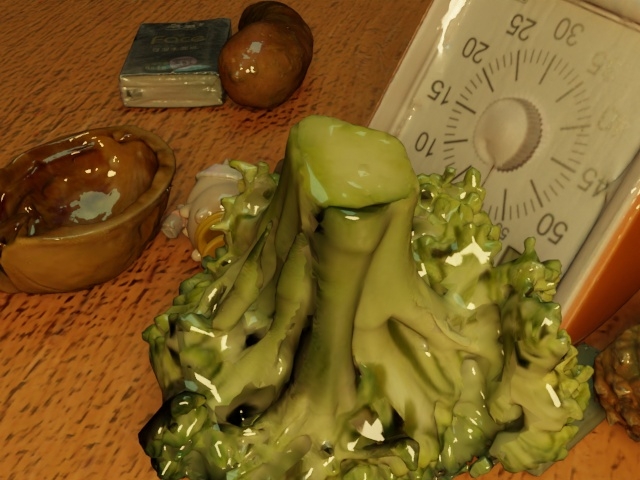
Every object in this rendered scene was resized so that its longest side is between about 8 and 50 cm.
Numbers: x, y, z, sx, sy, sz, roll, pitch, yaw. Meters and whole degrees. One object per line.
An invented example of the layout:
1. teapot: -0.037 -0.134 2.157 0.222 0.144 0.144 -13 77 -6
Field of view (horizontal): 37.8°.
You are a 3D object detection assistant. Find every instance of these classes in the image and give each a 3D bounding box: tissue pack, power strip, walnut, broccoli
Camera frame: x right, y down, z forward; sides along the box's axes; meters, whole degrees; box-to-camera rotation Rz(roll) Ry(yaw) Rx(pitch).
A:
1. tissue pack: -0.160 -0.203 1.063 0.113 0.051 0.156 -2 34 1
2. power strip: 0.153 0.111 0.610 0.136 0.019 0.051 -29 45 -35
3. walnut: -0.195 -0.013 0.745 0.167 0.087 0.211 6 32 23
4. broccoli: 0.012 0.044 0.518 0.247 0.243 0.263 -36 62 -25

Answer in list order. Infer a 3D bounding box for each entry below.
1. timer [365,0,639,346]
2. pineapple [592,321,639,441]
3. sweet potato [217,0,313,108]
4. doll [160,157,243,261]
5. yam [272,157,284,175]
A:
1. timer: 0.159 -0.065 0.722 0.250 0.161 0.257 -52 47 3
2. pineapple: 0.275 0.126 0.519 0.125 0.125 0.251 -28 53 -34
3. sweet potato: -0.055 -0.217 1.055 0.098 0.097 0.291 0 24 2
4. doll: -0.090 -0.021 0.768 0.084 0.073 0.127 -10 38 -6
5. yam: 0.000 0.000 0.754 0.057 0.056 0.241 -7 32 -8
